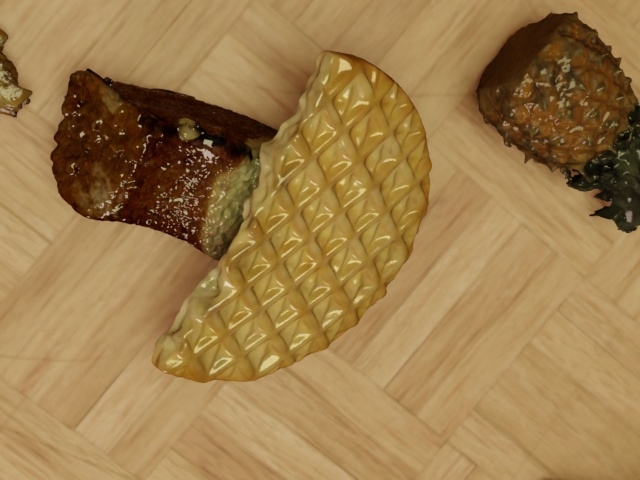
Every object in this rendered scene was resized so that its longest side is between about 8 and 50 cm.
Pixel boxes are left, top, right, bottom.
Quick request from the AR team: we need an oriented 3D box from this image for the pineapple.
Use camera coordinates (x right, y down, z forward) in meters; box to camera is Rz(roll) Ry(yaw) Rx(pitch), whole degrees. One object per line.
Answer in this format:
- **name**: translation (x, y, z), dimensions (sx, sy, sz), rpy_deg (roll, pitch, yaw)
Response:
- **pineapple**: translation (0.254, -0.085, 1.262), dimensions (0.248, 0.128, 0.128), rpy_deg (40, 91, -18)

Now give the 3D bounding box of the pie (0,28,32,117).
- **pie**: translation (-0.323, -0.147, 1.192), dimensions (0.170, 0.034, 0.092), rpy_deg (6, 101, -5)

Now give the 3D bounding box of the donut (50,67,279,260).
- **donut**: translation (-0.114, -0.062, 1.208), dimensions (0.187, 0.144, 0.126), rpy_deg (10, 107, -48)

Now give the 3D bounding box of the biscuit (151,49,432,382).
- **biscuit**: translation (0.000, 0.000, 1.217), dimensions (0.205, 0.040, 0.309), rpy_deg (16, 109, -44)
